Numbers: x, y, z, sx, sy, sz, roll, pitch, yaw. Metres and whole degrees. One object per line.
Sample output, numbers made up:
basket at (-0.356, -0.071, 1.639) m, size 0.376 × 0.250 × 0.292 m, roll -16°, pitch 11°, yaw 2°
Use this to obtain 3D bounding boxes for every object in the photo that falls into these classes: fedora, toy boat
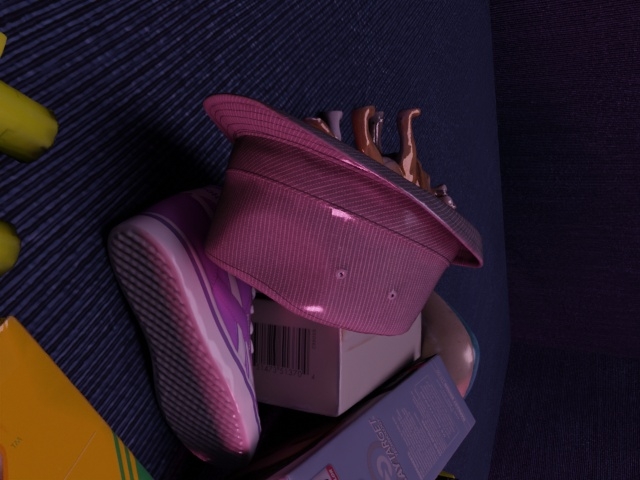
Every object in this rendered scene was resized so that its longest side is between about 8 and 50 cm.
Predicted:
fedora at (0.000, 0.000, 0.454) m, size 0.276 × 0.244 × 0.124 m, roll 27°, pitch 86°, yaw -30°
toy boat at (0.163, 0.225, 0.931) m, size 0.148 × 0.267 × 0.317 m, roll 1°, pitch 118°, yaw -27°

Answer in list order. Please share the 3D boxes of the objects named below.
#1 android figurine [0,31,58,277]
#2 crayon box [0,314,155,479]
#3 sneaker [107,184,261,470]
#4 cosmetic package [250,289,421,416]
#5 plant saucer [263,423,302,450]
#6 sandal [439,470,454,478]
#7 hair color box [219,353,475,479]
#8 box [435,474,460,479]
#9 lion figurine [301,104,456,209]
android figurine at (-0.255, -0.069, 0.230) m, size 0.273 × 0.056 × 0.247 m, roll 31°, pitch 65°, yaw -61°
crayon box at (-0.224, 0.271, 0.261) m, size 0.362 × 0.106 × 0.312 m, roll -63°, pitch 145°, yaw -44°
sneaker at (-0.091, 0.083, 0.528) m, size 0.161 × 0.102 × 0.281 m, roll -46°, pitch 132°, yaw -57°
cosmetic package at (0.022, 0.116, 0.695) m, size 0.296 × 0.153 × 0.129 m, roll 0°, pitch 92°, yaw -64°
plant saucer at (-0.039, 0.423, 0.731) m, size 0.318 × 0.044 × 0.317 m, roll -15°, pitch 107°, yaw -63°
sandal at (0.201, 0.580, 1.152) m, size 0.318 × 0.126 × 0.138 m, roll 12°, pitch 85°, yaw -55°
hair color box at (0.028, 0.265, 0.624) m, size 0.375 × 0.185 × 0.113 m, roll -11°, pitch 70°, yaw -58°
box at (0.136, 0.481, 0.868) m, size 0.261 × 0.185 × 0.103 m, roll -6°, pitch 100°, yaw -75°
lion figurine at (0.091, -0.089, 0.843) m, size 0.392 × 0.142 × 0.239 m, roll -18°, pitch 109°, yaw -54°
